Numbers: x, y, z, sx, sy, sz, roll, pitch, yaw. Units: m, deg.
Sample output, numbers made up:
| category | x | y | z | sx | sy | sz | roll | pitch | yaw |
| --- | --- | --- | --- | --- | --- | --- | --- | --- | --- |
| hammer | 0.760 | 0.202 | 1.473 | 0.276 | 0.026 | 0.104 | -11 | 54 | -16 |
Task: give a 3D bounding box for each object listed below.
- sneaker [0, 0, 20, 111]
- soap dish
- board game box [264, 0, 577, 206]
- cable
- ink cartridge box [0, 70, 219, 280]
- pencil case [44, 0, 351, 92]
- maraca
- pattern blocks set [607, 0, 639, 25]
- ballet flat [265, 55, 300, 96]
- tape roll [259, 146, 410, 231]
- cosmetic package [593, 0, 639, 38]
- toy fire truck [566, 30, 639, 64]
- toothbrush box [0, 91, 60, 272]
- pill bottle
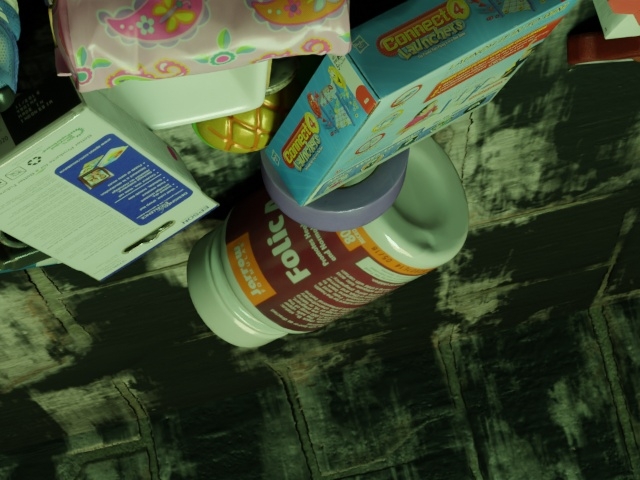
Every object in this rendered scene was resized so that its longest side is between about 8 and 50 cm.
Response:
| category | x | y | z | sx | sy | sz | roll | pitch | yaw |
| --- | --- | --- | --- | --- | --- | --- | --- | --- | --- |
| sneaker | -0.417 | -0.133 | 1.486 | 0.330 | 0.147 | 0.130 | -12 | 162 | -3 |
| soap dish | -0.166 | -0.221 | 1.825 | 0.229 | 0.118 | 0.291 | -11 | 163 | -8 |
| board game box | 0.115 | -0.194 | 2.012 | 0.308 | 0.086 | 0.302 | -30 | 170 | -26 |
| cable | -0.300 | -0.032 | 2.051 | 0.287 | 0.072 | 0.139 | -20 | 148 | -27 |
| ink cartridge box | -0.256 | -0.061 | 1.879 | 0.176 | 0.069 | 0.371 | -32 | 156 | 8 |
| pencil case | -0.113 | -0.213 | 1.631 | 0.284 | 0.124 | 0.124 | -10 | 162 | -8 |
| maraca | -0.069 | -0.172 | 2.087 | 0.185 | 0.099 | 0.127 | -29 | 138 | 8 |
| pattern blocks set | 0.320 | -0.345 | 1.779 | 0.325 | 0.026 | 0.285 | 25 | 141 | -29 |
| ballet flat | -0.139 | -0.181 | 2.026 | 0.250 | 0.084 | 0.058 | -14 | 154 | 14 |
| tape roll | 0.017 | -0.111 | 2.189 | 0.189 | 0.189 | 0.080 | -13 | 162 | -4 |
| cosmetic package | 0.386 | -0.327 | 1.959 | 0.060 | 0.099 | 0.239 | -6 | 161 | -23 |
| toy fire truck | 0.494 | -0.261 | 2.198 | 0.302 | 0.169 | 0.254 | -7 | -175 | -19 |
| toothbrush box | -0.392 | -0.064 | 2.126 | 0.216 | 0.126 | 0.295 | -10 | 161 | -16 |
| pill bottle | 0.000 | 0.000 | 2.466 | 0.224 | 0.224 | 0.392 | 4 | 155 | -44 |
